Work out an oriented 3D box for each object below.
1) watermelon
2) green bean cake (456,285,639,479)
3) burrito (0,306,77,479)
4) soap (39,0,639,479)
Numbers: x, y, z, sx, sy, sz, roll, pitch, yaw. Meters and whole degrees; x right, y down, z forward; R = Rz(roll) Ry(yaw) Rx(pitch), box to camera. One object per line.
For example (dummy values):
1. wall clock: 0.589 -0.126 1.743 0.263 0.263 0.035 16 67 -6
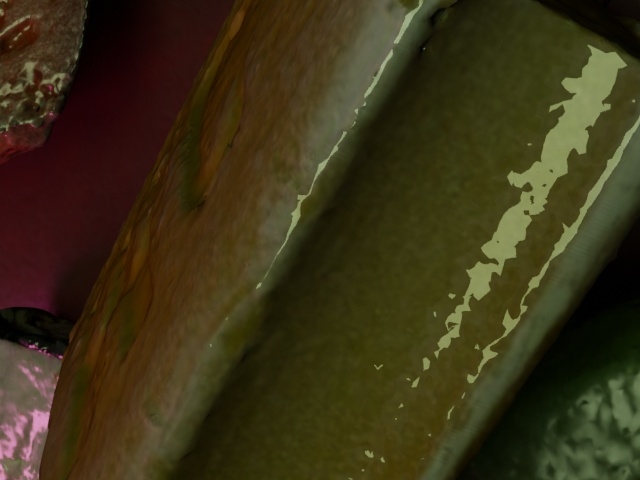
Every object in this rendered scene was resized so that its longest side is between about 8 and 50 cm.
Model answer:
1. watermelon: -0.238 -0.121 0.853 0.256 0.140 0.193 -6 87 22
2. green bean cake: 0.164 0.130 0.628 0.248 0.125 0.222 -7 90 29
3. burrito: -0.170 0.165 0.854 0.144 0.089 0.229 13 101 44
4. soap: 0.000 0.000 0.615 0.156 0.293 0.335 25 112 -13
